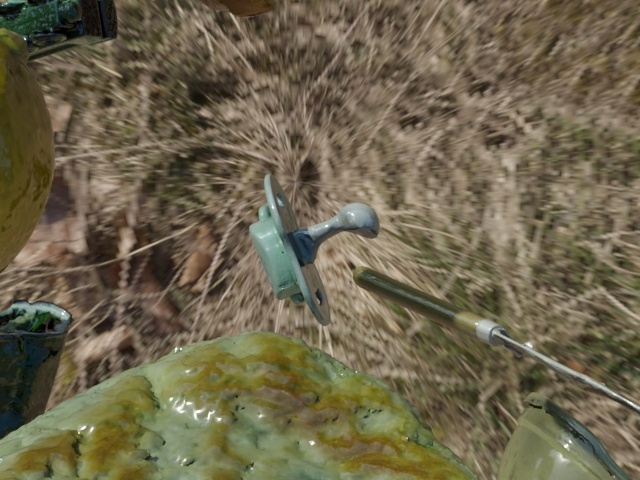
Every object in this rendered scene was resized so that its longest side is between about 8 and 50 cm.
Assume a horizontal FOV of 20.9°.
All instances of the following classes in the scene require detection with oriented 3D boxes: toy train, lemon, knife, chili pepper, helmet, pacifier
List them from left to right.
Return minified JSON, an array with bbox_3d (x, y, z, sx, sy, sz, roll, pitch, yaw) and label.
[{"bbox_3d":[-0.353,-0.051,1.403,0.245,0.245,0.320,43,97,-2],"label":"lemon"},{"bbox_3d":[-0.322,0.194,1.650,0.099,0.136,0.270,26,112,24],"label":"chili pepper"},{"bbox_3d":[-0.324,-0.241,1.979,0.170,0.111,0.071,-11,84,34],"label":"toy train"},{"bbox_3d":[0.000,0.000,1.609,0.116,0.127,0.150,-23,88,5],"label":"pacifier"},{"bbox_3d":[0.134,0.074,1.183,0.017,0.298,0.047,-57,137,-10],"label":"knife"},{"bbox_3d":[0.259,0.283,1.691,0.257,0.204,0.137,42,83,8],"label":"helmet"}]

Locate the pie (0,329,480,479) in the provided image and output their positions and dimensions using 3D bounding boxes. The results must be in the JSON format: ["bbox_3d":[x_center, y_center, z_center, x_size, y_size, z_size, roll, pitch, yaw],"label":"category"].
[{"bbox_3d":[-0.032,0.115,0.661,0.240,0.240,0.054,13,120,-1],"label":"pie"}]

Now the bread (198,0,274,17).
[{"bbox_3d":[-0.075,-0.297,1.242,0.145,0.268,0.268,-34,92,-20],"label":"bread"}]
